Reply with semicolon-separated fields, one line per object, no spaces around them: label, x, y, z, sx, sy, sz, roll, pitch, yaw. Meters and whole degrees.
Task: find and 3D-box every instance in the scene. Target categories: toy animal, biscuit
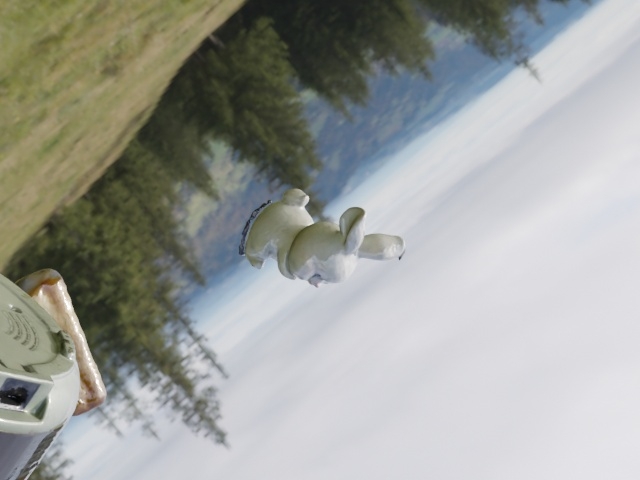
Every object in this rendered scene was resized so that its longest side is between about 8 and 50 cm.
toy animal;-0.003;0.006;0.844;0.071;0.124;0.085;34;83;-50
biscuit;-0.541;0.219;1.763;0.237;0.290;0.062;-29;-163;-32

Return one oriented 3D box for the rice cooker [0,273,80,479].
rice cooker;-0.427;0.175;0.905;0.325;0.335;0.335;-55;-178;4
